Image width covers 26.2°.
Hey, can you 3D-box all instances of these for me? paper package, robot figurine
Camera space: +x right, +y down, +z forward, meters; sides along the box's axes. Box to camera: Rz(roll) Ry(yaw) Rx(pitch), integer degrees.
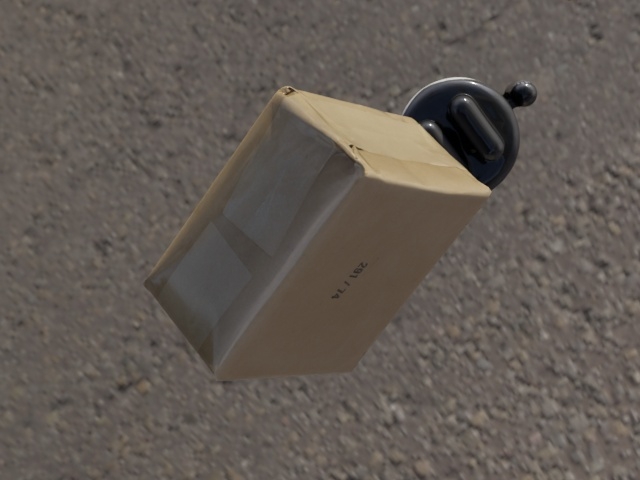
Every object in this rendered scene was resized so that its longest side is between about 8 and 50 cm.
[{"bbox_3d":[0.000,0.000,1.677,0.168,0.309,0.325,48,114,28],"label":"paper package"},{"bbox_3d":[0.195,-0.143,1.944,0.209,0.278,0.173,3,96,3],"label":"robot figurine"}]
